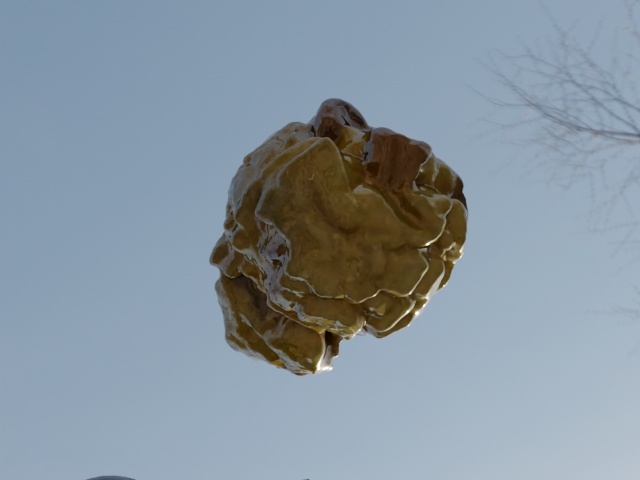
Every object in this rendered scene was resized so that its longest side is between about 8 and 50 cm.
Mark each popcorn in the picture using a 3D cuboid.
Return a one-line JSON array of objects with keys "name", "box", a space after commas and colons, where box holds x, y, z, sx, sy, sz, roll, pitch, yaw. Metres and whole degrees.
[{"name": "popcorn", "box": [0.000, 0.000, 1.208, 0.225, 0.265, 0.332, 5, -48, -38]}]

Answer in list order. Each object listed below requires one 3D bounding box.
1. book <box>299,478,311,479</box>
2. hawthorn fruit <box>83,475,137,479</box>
[{"name": "book", "box": [0.006, 0.345, 1.369, 0.161, 0.231, 0.026, 0, -80, -44]}, {"name": "hawthorn fruit", "box": [-0.234, 0.388, 1.141, 0.267, 0.301, 0.268, 3, -79, 16]}]
